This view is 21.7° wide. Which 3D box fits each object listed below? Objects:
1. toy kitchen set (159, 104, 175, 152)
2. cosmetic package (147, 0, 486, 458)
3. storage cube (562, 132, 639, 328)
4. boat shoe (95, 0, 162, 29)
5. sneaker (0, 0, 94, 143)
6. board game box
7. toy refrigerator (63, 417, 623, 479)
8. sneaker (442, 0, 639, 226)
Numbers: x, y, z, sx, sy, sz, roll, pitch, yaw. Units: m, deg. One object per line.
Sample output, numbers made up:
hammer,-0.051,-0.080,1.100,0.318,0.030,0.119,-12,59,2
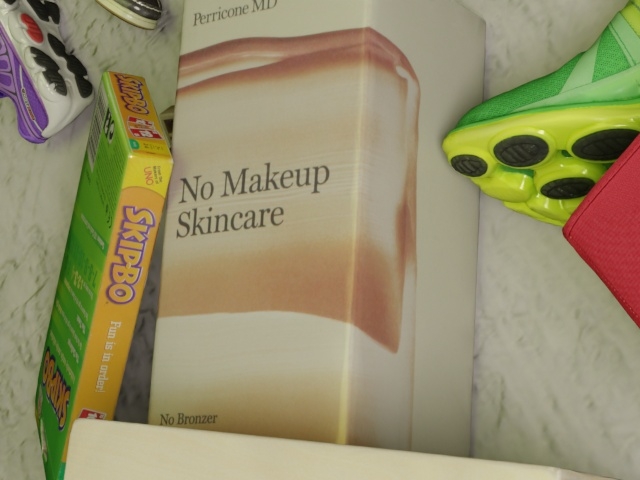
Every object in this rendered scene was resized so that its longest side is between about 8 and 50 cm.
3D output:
toy kitchen set,-0.082,-0.045,1.103,0.075,0.083,0.068,-3,117,36
cosmetic package,0.000,0.000,0.986,0.153,0.129,0.296,-8,72,36
storage cube,0.260,0.012,0.725,0.215,0.183,0.193,-49,37,15
boat shoe,-0.152,-0.210,1.207,0.049,0.056,0.152,-51,53,20
sneaker,-0.231,-0.144,1.242,0.071,0.068,0.170,-42,56,26
board game box,-0.143,0.035,1.065,0.124,0.039,0.259,-115,39,-58
toy refrigerator,0.005,0.151,0.815,0.269,0.094,0.102,1,80,31
sneaker,0.202,-0.095,0.898,0.295,0.109,0.123,-24,41,31
